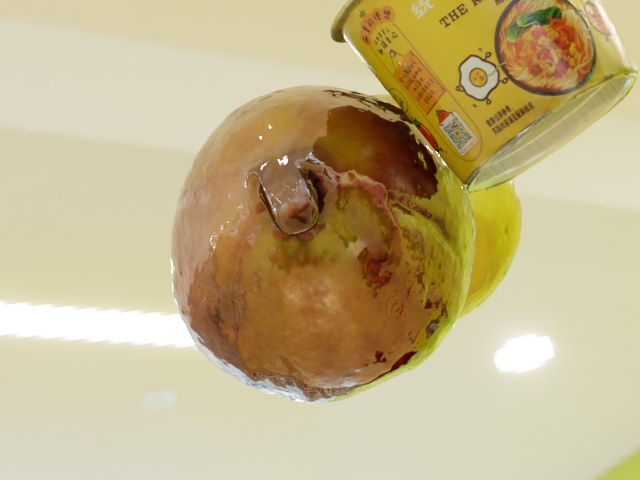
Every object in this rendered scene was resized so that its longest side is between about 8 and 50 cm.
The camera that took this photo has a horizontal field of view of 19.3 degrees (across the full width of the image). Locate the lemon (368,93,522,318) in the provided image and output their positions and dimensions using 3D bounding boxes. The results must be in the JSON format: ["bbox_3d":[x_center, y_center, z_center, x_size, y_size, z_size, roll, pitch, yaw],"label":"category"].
[{"bbox_3d":[0.054,-0.022,1.714,0.236,0.236,0.263,-29,-38,26],"label":"lemon"}]

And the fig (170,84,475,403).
[{"bbox_3d":[0.001,0.000,1.355,0.224,0.224,0.263,-6,-40,-17],"label":"fig"}]

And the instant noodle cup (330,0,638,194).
[{"bbox_3d":[0.119,-0.128,1.264,0.182,0.144,0.182,-31,-10,-6],"label":"instant noodle cup"}]
